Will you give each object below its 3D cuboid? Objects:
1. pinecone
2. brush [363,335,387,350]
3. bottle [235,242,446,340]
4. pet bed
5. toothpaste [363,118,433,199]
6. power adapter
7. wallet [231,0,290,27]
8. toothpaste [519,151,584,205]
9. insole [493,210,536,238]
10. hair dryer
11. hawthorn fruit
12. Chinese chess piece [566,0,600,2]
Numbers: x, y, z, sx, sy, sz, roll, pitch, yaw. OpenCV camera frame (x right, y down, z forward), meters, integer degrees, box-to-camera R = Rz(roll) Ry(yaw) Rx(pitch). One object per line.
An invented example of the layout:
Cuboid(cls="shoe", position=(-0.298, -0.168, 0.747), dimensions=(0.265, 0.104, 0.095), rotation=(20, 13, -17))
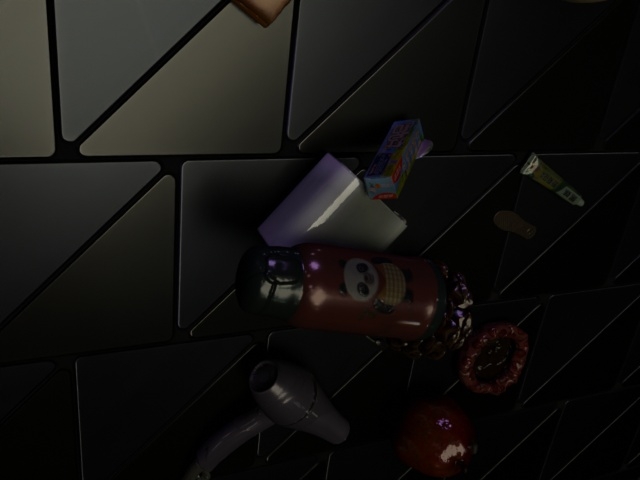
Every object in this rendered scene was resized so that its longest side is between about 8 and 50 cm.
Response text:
Cuboid(cls="pinecone", position=(0.215, 0.136, 1.248), dimensions=(0.207, 0.208, 0.208), rotation=(-11, 119, -20))
Cuboid(cls="brush", position=(0.116, 0.214, 1.347), dimensions=(0.024, 0.008, 0.083), rotation=(-47, 125, 8))
Cuboid(cls="bottle", position=(0.028, 0.082, 1.010), dimensions=(0.336, 0.144, 0.144), rotation=(8, 112, -26))
Cuboid(cls="pet bed", position=(0.405, 0.276, 1.489), dimensions=(0.201, 0.053, 0.201), rotation=(-9, 113, -20))
Cuboid(cls="toothpaste", position=(0.136, -0.140, 1.064), dimensions=(0.070, 0.193, 0.044), rotation=(-2, 127, 27))
Cuboid(cls="power adapter", position=(0.000, 0.000, 1.115), dimensions=(0.255, 0.124, 0.187), rotation=(-47, 124, 5))
Cuboid(cls="wallet", position=(-0.077, -0.429, 0.907), dimensions=(0.161, 0.042, 0.195), rotation=(34, 100, -30))
Cuboid(cls="toothpaste", position=(0.493, -0.120, 1.335), dimensions=(0.204, 0.031, 0.049), rotation=(27, 102, -30))
Cuboid(cls="insole", position=(0.420, -0.033, 1.363), dimensions=(0.135, 0.002, 0.045), rotation=(22, 105, -32))
Cuboid(cls="hair dryer", position=(-0.133, 0.401, 1.294), dimensions=(0.361, 0.121, 0.301), rotation=(-34, 134, 6))
Cuboid(cls="hawthorn fruit", position=(0.264, 0.448, 1.423), dimensions=(0.185, 0.202, 0.185), rotation=(-15, 121, -27))
Cuboid(cls="Chinese chess piece", position=(0.460, -0.564, 1.024), dimensions=(0.338, 0.140, 0.338), rotation=(-10, 117, -20))
